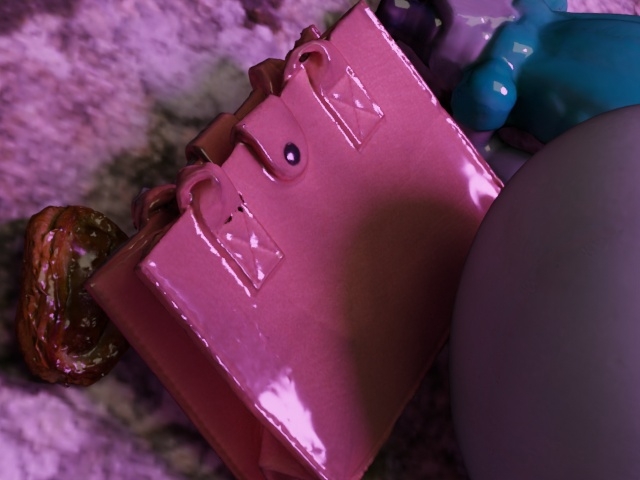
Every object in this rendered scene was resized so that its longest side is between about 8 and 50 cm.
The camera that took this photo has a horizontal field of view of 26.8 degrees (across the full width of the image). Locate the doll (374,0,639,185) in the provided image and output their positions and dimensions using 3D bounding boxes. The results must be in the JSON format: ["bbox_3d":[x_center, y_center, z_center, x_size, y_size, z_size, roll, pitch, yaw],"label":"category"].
[{"bbox_3d":[0.163,-0.073,0.769,0.195,0.153,0.258,-30,68,-23],"label":"doll"}]

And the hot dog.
[{"bbox_3d":[-0.106,0.020,0.584,0.058,0.035,0.083,23,55,-35],"label":"hot dog"}]

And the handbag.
[{"bbox_3d":[0.000,0.000,0.630,0.157,0.059,0.212,55,46,-20],"label":"handbag"}]

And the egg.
[{"bbox_3d":[0.143,0.050,0.613,0.168,0.230,0.168,7,23,-3],"label":"egg"}]
